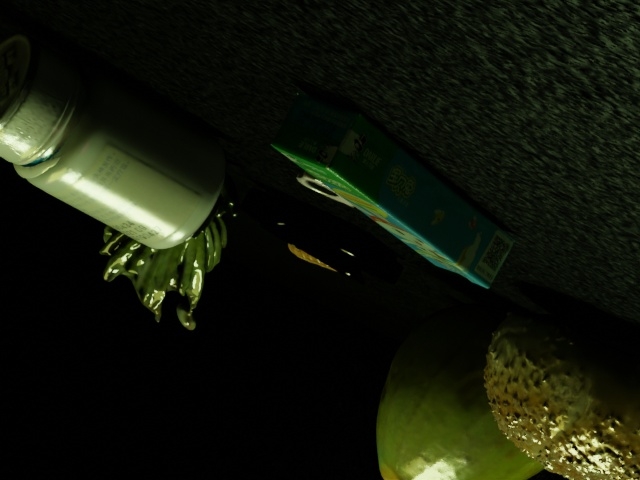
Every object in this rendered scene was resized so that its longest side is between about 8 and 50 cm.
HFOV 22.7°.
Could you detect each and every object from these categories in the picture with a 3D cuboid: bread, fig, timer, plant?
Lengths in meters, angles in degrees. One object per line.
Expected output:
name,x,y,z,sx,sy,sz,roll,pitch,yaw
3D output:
bread,0.005,0.014,2.186,0.052,0.044,0.157,27,177,-30
fig,0.184,0.211,1.951,0.239,0.271,0.239,41,175,4
timer,0.000,0.000,1.995,0.187,0.055,0.144,24,174,31
plant,-0.152,-0.053,2.084,0.180,0.251,0.333,9,149,-34
bread,0.299,0.183,1.658,0.305,0.159,0.305,28,177,2

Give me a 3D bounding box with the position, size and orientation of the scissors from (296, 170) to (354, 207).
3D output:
scissors,0.050,-0.030,1.619,0.100,0.015,0.189,21,174,34

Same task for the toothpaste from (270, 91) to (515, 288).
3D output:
toothpaste,0.063,-0.035,1.252,0.065,0.050,0.266,27,176,38

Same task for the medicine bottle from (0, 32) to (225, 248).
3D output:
medicine bottle,-0.234,-0.102,1.659,0.258,0.143,0.143,31,174,-37

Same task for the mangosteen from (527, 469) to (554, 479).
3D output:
mangosteen,0.283,0.276,2.450,0.216,0.216,0.216,27,176,2

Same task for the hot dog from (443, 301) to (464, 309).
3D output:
hot dog,0.225,0.131,2.223,0.071,0.045,0.165,22,173,36
